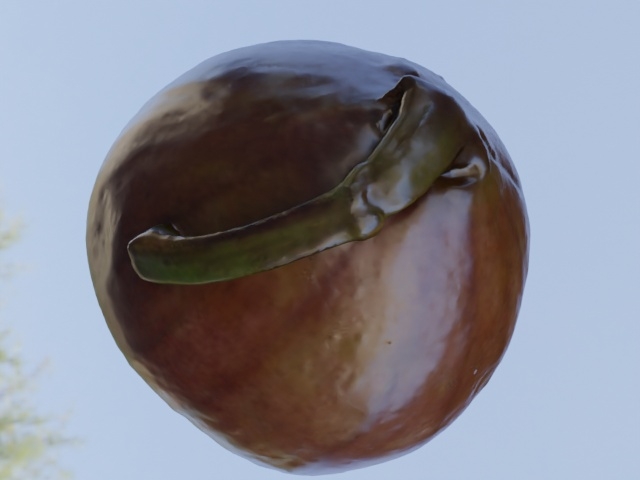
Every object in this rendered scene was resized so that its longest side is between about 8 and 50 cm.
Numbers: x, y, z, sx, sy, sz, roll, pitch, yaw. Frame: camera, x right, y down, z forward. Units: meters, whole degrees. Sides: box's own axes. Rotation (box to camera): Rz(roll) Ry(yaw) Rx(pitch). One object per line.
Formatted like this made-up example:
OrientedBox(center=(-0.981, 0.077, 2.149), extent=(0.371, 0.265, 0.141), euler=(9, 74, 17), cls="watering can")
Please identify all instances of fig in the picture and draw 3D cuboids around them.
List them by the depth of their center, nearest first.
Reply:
OrientedBox(center=(0.001, 0.000, 0.673), extent=(0.205, 0.205, 0.205), euler=(20, -66, 56), cls="fig")
